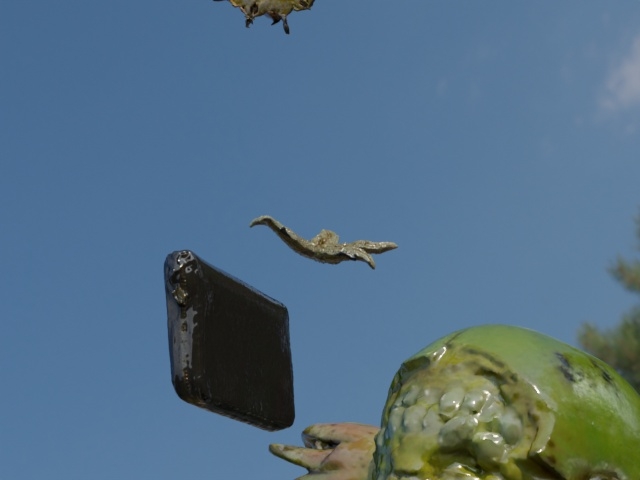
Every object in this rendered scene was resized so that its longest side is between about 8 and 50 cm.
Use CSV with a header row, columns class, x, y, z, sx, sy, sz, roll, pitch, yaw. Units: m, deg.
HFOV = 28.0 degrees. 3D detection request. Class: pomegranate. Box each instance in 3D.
class,x,y,z,sx,sy,sz,roll,pitch,yaw
pomegranate,0.101,0.181,0.921,0.236,0.236,0.302,10,-12,-43

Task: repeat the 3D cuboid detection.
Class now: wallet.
class,x,y,z,sx,sy,sz,roll,pitch,yaw
wallet,-0.087,0.105,1.251,0.044,0.149,0.250,-11,-17,18

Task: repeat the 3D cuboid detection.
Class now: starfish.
class,x,y,z,sx,sy,sz,roll,pitch,yaw
starfish,0.000,0.000,1.763,0.176,0.208,0.053,-34,-39,-77

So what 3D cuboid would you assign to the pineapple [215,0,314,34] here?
class,x,y,z,sx,sy,sz,roll,pitch,yaw
pineapple,-0.060,-0.373,1.648,0.221,0.221,0.047,-40,-10,16
